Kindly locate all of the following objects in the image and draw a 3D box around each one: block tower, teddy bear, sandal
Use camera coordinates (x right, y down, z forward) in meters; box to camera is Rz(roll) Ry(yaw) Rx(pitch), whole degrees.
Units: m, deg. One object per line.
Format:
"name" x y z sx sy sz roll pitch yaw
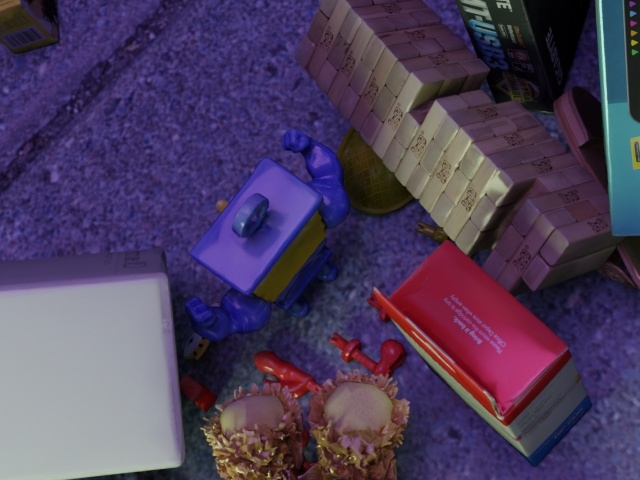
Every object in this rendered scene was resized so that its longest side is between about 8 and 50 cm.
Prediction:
"block tower" 0.110 -0.096 1.146 0.097 0.091 0.335 -15 56 -40
"teddy bear" 0.004 0.271 1.085 0.245 0.113 0.338 -22 76 -6
"sandal" 0.242 -0.020 1.178 0.079 0.088 0.240 -40 51 34

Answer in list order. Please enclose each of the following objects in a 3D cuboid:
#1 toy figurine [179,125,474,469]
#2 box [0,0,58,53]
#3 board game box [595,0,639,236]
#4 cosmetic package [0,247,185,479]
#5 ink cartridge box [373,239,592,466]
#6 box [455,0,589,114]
"toy figurine" 0.000 0.000 1.151 0.191 0.217 0.362 37 84 25
"box" -0.334 -0.325 1.452 0.058 0.087 0.232 -15 67 13
"board game box" 0.252 -0.211 1.042 0.079 0.336 0.253 -3 30 13
"cosmetic package" -0.346 0.111 1.107 0.453 0.230 0.161 -5 95 -8
"ink cartridge box" 0.133 0.088 1.067 0.078 0.231 0.134 -45 64 -4
"box" 0.194 -0.305 1.168 0.073 0.295 0.293 9 72 22
